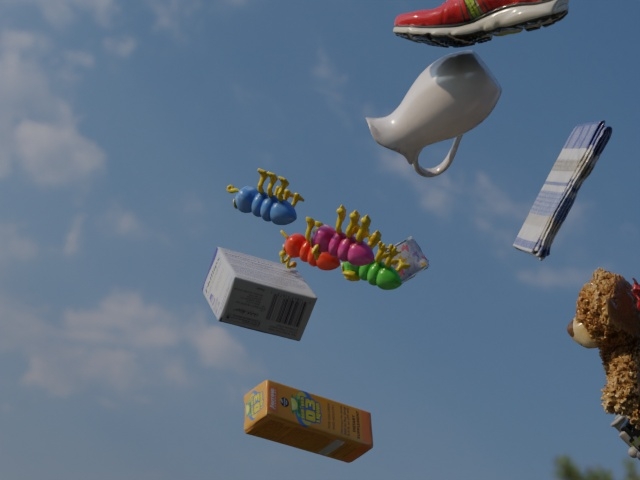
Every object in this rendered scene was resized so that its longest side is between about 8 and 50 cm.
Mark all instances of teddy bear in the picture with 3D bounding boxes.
[{"bbox_3d":[0.501,0.207,2.005,0.113,0.245,0.338,-21,-51,39],"label":"teddy bear"}]

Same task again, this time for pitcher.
[{"bbox_3d":[0.206,-0.204,2.068,0.207,0.125,0.178,-37,-48,16],"label":"pitcher"}]

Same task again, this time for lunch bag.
[{"bbox_3d":[0.155,0.040,2.346,0.071,0.083,0.053,57,-15,1],"label":"lunch bag"}]

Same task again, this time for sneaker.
[{"bbox_3d":[0.247,-0.372,1.951,0.279,0.118,0.107,-9,-4,19],"label":"sneaker"}]

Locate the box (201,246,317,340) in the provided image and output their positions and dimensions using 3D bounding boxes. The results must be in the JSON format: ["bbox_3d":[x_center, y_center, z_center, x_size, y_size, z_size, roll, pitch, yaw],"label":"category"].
[{"bbox_3d":[-0.089,0.075,1.771,0.126,0.072,0.137,16,13,-19],"label":"box"}]

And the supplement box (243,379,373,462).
[{"bbox_3d":[-0.021,0.322,2.219,0.233,0.078,0.080,19,-41,-28],"label":"supplement box"}]

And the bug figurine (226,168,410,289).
[{"bbox_3d":[0.000,0.000,1.686,0.216,0.072,0.279,21,-11,25],"label":"bug figurine"}]

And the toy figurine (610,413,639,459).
[{"bbox_3d":[0.646,0.325,2.256,0.148,0.209,0.213,45,-3,7],"label":"toy figurine"}]

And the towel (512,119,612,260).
[{"bbox_3d":[0.460,-0.096,2.392,0.034,0.285,0.209,27,1,-5],"label":"towel"}]

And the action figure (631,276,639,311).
[{"bbox_3d":[0.524,0.011,1.900,0.092,0.280,0.139,1,-17,16],"label":"action figure"}]
